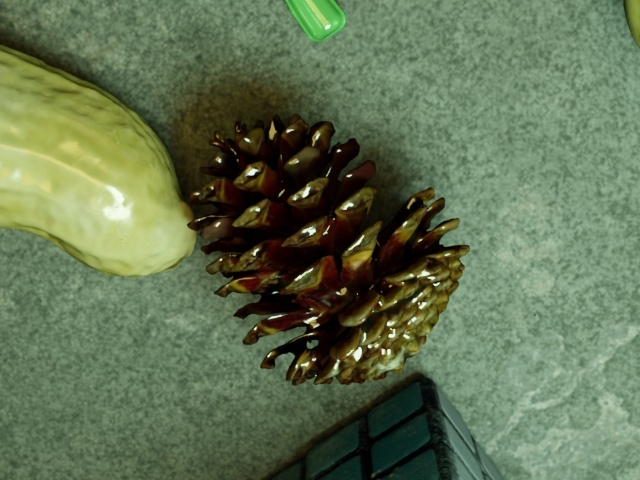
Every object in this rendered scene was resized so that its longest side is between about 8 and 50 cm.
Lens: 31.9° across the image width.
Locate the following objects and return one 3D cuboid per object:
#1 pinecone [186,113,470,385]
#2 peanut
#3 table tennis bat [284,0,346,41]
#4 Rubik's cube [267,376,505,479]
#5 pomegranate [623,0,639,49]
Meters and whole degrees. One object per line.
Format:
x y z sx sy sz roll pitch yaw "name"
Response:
0.001 0.000 1.078 0.246 0.246 0.292 -40 86 9 "pinecone"
-0.271 -0.082 1.088 0.340 0.158 0.174 21 84 -8 "peanut"
-0.062 -0.307 1.095 0.160 0.039 0.257 -35 99 10 "table tennis bat"
0.075 0.402 1.110 0.337 0.344 0.344 -34 103 8 "Rubik's cube"
0.421 -0.255 0.979 0.319 0.319 0.319 0 104 0 "pomegranate"
